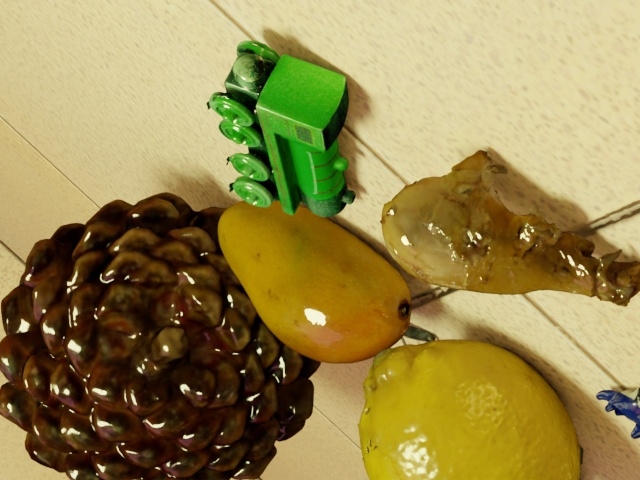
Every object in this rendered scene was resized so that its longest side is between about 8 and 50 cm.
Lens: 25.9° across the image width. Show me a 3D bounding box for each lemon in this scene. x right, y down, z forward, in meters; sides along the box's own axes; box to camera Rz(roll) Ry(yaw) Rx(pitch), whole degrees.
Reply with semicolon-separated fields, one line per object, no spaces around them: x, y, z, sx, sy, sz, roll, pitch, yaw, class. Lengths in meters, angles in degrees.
0.147;0.205;1.391;0.260;0.204;0.204;45;163;-4;lemon

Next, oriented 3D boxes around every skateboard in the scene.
0.112;0.125;1.573;0.064;0.032;0.083;16;148;35;skateboard

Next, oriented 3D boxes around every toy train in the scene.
-0.027;-0.091;1.271;0.119;0.085;0.251;21;162;14;toy train

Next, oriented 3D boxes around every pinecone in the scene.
-0.208;0.138;1.711;0.398;0.397;0.397;38;163;14;pinecone

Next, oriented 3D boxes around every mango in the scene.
-0.016;0.042;1.468;0.253;0.138;0.113;34;-157;28;mango

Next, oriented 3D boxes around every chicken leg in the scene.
0.151;-0.002;1.091;0.208;0.101;0.085;15;159;15;chicken leg

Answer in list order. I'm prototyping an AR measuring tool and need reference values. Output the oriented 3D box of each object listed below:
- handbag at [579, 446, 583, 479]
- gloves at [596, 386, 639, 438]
0.221;0.270;1.578;0.144;0.057;0.221;17;147;17;handbag
0.286;0.158;1.268;0.064;0.026;0.086;42;163;-7;gloves
